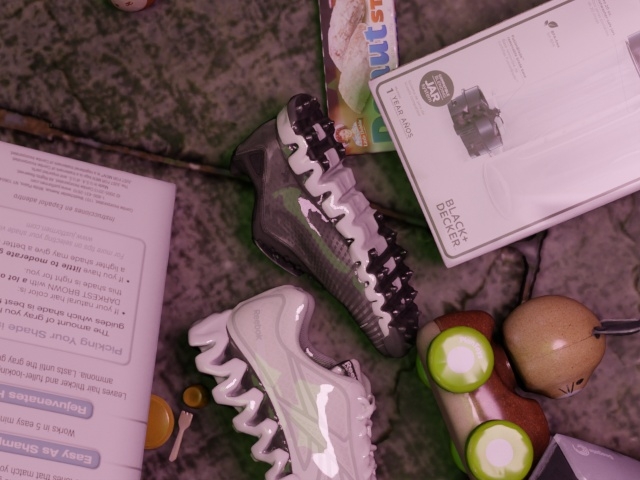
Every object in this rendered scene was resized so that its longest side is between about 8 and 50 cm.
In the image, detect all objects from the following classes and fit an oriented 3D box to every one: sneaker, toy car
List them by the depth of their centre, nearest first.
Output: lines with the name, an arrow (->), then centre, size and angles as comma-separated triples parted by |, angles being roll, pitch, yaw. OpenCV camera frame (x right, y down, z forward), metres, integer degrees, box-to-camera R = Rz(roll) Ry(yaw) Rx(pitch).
toy car -> 0.183, 0.105, 1.319 | 0.188, 0.155, 0.149 | -22, 86, -2
sneaker -> 0.004, 0.172, 1.372 | 0.118, 0.110, 0.292 | -30, 85, 0
sneaker -> 0.000, 0.000, 1.386 | 0.106, 0.078, 0.234 | -25, 95, 28

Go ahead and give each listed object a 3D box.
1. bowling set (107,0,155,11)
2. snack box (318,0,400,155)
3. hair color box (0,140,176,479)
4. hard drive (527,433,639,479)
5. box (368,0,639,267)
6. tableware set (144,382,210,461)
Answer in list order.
bowling set -> -0.175, -0.301, 1.376 | 0.287, 0.154, 0.200 | -20, 86, 11
snack box -> 0.035, -0.162, 1.403 | 0.064, 0.022, 0.178 | -5, 89, 10
hair color box -> -0.234, 0.119, 1.298 | 0.185, 0.113, 0.375 | 14, 62, -17
hard drive -> 0.246, 0.267, 1.280 | 0.254, 0.054, 0.172 | 27, 96, -27
box -> 0.204, -0.107, 1.326 | 0.289, 0.087, 0.169 | -24, 87, 6
tableware set -> -0.172, 0.120, 1.444 | 0.154, 0.024, 0.104 | 21, 91, 11
